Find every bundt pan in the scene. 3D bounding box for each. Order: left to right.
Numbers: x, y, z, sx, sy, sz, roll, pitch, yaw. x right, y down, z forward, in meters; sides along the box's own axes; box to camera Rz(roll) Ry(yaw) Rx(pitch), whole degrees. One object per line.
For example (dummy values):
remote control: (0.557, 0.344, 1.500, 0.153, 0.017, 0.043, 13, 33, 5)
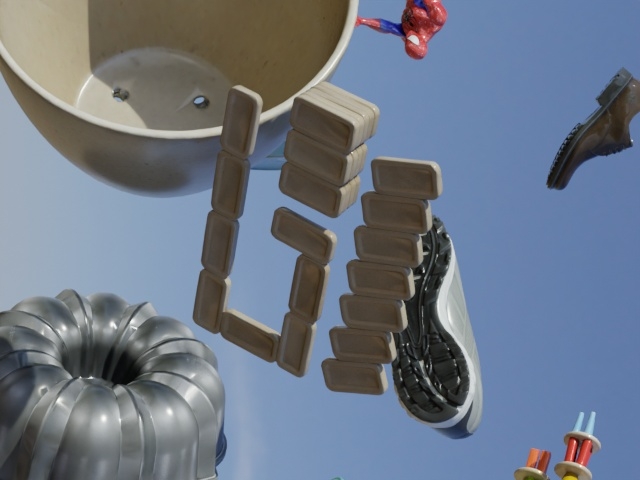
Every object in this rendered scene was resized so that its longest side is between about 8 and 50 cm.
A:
bundt pan: (-0.257, 0.167, 1.919, 0.331, 0.331, 0.124, -109, -152, -56)

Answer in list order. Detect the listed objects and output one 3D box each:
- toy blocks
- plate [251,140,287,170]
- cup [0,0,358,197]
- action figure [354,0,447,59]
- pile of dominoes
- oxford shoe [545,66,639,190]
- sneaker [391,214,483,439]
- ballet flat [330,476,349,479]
toy blocks: (0.324, 0.306, 2.313, 0.123, 0.054, 0.148, -17, -141, 44)
plate: (-0.059, -0.117, 2.343, 0.188, 0.188, 0.024, 157, -67, -75)
cup: (-0.144, -0.171, 1.550, 0.237, 0.331, 0.331, 105, -18, -60)
action figure: (0.104, -0.366, 2.281, 0.091, 0.139, 0.280, -44, -144, 47)
pile of dominoes: (0.000, 0.000, 1.354, 0.040, 0.196, 0.251, -35, 145, -48)
oxford shoe: (0.447, -0.159, 2.693, 0.227, 0.096, 0.083, -52, 180, 18)
sneaker: (0.116, 0.093, 1.814, 0.108, 0.100, 0.271, 53, 25, -53)
ballet flat: (-0.049, 0.370, 1.947, 0.086, 0.248, 0.086, 58, 0, -1)
